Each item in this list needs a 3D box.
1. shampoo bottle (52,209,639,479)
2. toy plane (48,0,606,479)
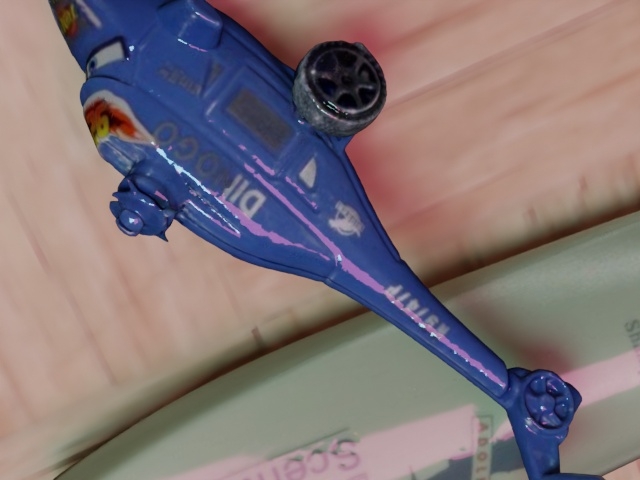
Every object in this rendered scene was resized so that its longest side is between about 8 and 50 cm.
[{"bbox_3d":[0.036,0.046,0.421,0.212,0.049,0.072,-23,111,-5],"label":"shampoo bottle"},{"bbox_3d":[0.000,0.000,0.371,0.167,0.054,0.062,41,57,-3],"label":"toy plane"}]
